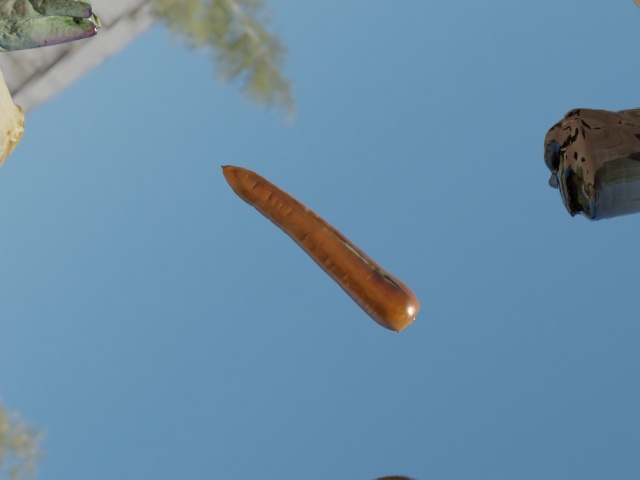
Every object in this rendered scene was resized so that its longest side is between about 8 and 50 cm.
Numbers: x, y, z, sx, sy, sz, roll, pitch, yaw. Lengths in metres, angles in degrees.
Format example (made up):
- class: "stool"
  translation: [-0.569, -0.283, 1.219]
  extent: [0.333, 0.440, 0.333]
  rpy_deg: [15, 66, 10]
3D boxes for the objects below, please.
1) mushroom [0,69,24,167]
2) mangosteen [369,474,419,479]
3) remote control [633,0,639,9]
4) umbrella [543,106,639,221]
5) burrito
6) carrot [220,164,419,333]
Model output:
- class: "mushroom"
  translation: [-0.319, -0.183, 1.268]
  extent: [0.095, 0.351, 0.123]
  rpy_deg: [16, -134, 38]
- class: "mangosteen"
  translation: [0.053, 0.265, 1.532]
  extent: [0.140, 0.140, 0.140]
  rpy_deg: [-35, -156, 18]
- class: "remote control"
  translation: [0.311, -0.134, 1.339]
  extent: [0.029, 0.190, 0.087]
  rpy_deg: [-44, 169, 26]
- class: "umbrella"
  translation: [0.284, -0.060, 0.823]
  extent: [0.154, 0.336, 0.128]
  rpy_deg: [111, -30, -53]
- class: "burrito"
  translation: [-0.370, -0.229, 1.756]
  extent: [0.309, 0.096, 0.066]
  rpy_deg: [-3, -141, 17]
- class: "carrot"
  translation: [0.000, 0.000, 1.328]
  extent: [0.037, 0.190, 0.037]
  rpy_deg: [-48, 180, 0]
